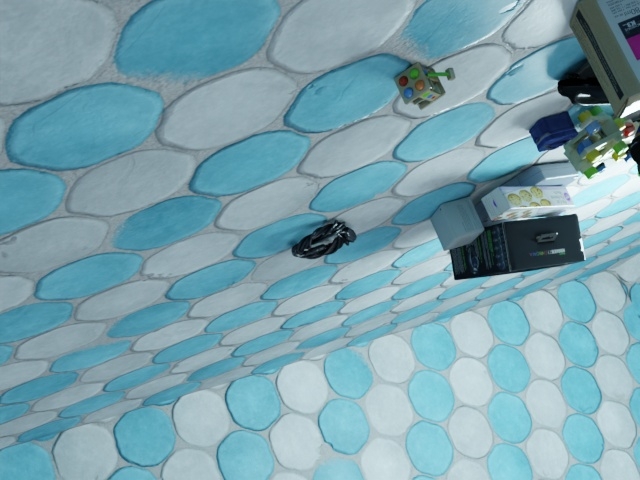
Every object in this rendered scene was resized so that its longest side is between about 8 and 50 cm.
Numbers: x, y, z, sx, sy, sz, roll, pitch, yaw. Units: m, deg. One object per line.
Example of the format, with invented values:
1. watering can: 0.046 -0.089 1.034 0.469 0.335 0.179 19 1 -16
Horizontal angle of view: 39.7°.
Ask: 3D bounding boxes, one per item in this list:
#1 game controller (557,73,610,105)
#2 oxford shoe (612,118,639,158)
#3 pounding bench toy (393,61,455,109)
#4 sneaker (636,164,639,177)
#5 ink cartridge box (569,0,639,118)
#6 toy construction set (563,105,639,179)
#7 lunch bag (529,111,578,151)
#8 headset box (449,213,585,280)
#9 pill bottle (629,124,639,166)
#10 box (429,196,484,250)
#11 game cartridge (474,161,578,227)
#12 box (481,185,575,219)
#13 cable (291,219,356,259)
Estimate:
1. game controller: 0.626 -0.311 1.787 0.319 0.067 0.166 -9 -176 -38
2. oxford shoe: 0.805 -0.267 2.211 0.227 0.083 0.096 -27 168 22
3. pounding bench toy: 0.175 -0.263 1.464 0.083 0.052 0.065 -31 161 29
4. sneaker: 1.064 -0.267 2.361 0.202 0.185 0.483 -9 158 -49
5. ink cartridge box: 0.566 -0.341 1.473 0.235 0.193 0.088 -22 164 -1
6. toy construction set: 0.704 -0.243 2.067 0.328 0.151 0.215 -9 155 -18
7. lunch bag: 0.515 -0.235 1.964 0.098 0.065 0.067 -17 163 -18
8. headset box: 0.523 0.020 2.364 0.246 0.131 0.283 -6 175 -23
9. pill bottle: 0.765 -0.261 1.921 0.219 0.123 0.123 -58 175 -21
10. box: 0.352 -0.042 2.297 0.087 0.101 0.102 -16 162 -19
11. game cartridge: 0.535 -0.119 2.380 0.198 0.062 0.297 -4 156 -36
12. box: 0.528 -0.096 2.240 0.324 0.067 0.063 -3 155 -46
13. cable: 0.000 0.000 2.101 0.150 0.047 0.184 -22 167 16
